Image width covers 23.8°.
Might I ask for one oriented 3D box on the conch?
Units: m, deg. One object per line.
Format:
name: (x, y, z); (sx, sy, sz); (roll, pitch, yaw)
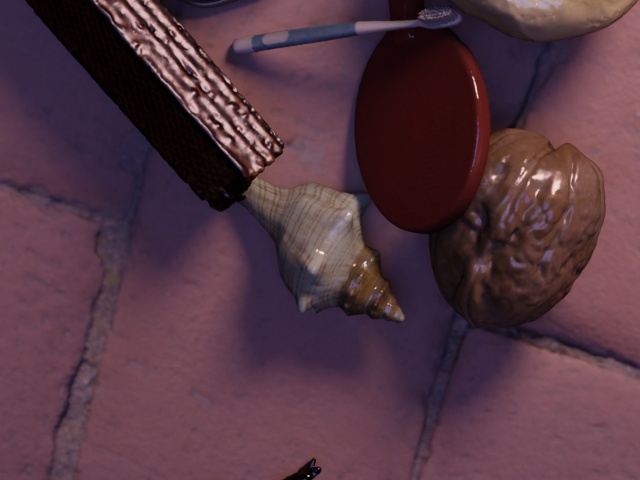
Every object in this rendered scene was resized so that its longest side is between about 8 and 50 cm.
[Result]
conch: (0.008, 0.001, 1.674); (0.137, 0.114, 0.234); (-31, 94, -3)

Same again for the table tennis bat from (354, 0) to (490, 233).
table tennis bat: (0.099, -0.161, 1.608); (0.038, 0.200, 0.310); (1, 82, -38)

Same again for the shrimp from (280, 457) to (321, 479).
shrimp: (-0.127, 0.315, 1.780); (0.262, 0.066, 0.117); (-38, 98, 10)

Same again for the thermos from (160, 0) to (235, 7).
thermos: (-0.105, -0.314, 1.616); (0.193, 0.105, 0.137); (-21, 132, 14)

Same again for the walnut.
walnut: (0.204, -0.008, 1.630); (0.178, 0.178, 0.230); (19, 108, -1)

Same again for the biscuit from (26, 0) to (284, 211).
biscuit: (-0.196, -0.201, 1.623); (0.388, 0.107, 0.073); (49, 58, -4)

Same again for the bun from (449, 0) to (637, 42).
bun: (0.229, -0.321, 1.556); (0.259, 0.160, 0.259); (0, 87, 4)

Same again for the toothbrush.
toothbrush: (0.020, -0.222, 1.604); (0.275, 0.025, 0.019); (-3, 73, 30)
